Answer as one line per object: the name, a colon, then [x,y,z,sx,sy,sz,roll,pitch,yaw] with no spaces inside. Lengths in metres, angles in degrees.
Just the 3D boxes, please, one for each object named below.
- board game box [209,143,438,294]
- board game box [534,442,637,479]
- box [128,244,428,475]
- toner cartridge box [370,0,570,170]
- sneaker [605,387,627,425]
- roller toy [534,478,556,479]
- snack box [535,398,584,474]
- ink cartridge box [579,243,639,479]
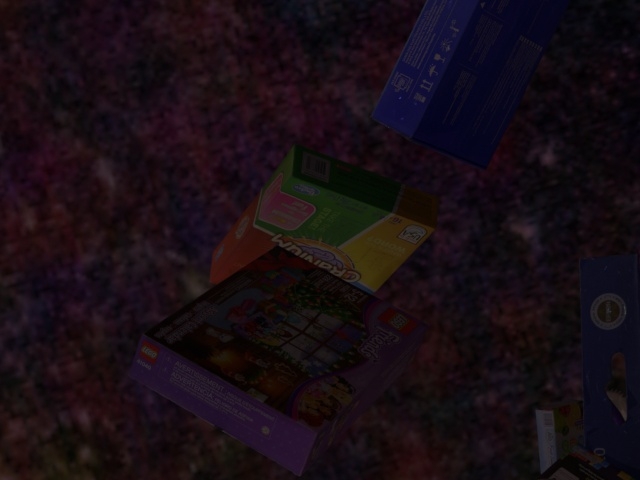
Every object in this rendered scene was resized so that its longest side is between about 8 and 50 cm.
board game box: [0.000,0.000,2.178,0.316,0.242,0.064,130,153,-48]
board game box: [0.275,0.301,1.501,0.048,0.141,0.170,52,172,-21]
box: [-0.034,0.112,1.466,0.201,0.293,0.057,28,117,15]
toner cartridge box: [0.204,-0.267,1.670,0.075,0.165,0.348,33,100,39]
sneaker: [0.356,0.292,1.718,0.102,0.146,0.293,54,-174,-22]
roller toy: [0.224,0.319,1.250,0.146,0.209,0.191,-54,38,6]
snack box: [0.389,0.330,2.260,0.037,0.100,0.141,-3,91,43]
ink cartridge box: [0.437,0.152,1.543,0.330,0.071,0.324,-6,73,24]
